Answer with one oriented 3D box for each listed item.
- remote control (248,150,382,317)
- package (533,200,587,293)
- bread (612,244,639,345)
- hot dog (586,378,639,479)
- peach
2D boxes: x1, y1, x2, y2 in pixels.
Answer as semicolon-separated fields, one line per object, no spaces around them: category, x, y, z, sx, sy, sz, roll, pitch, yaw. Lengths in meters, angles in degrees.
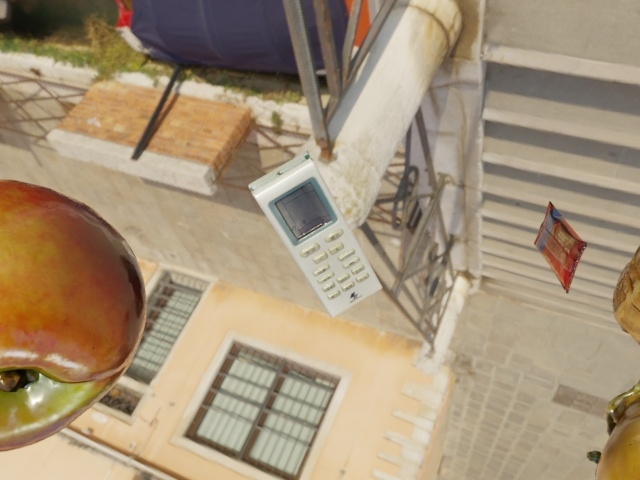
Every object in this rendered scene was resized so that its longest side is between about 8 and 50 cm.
remote control;0.000;0.000;0.939;0.277;0.103;0.055;60;180;-36
package;0.383;0.005;0.962;0.022;0.200;0.083;14;113;-1
bread;0.176;-0.004;0.261;0.044;0.052;0.157;9;140;2
hot dog;0.232;0.106;0.328;0.109;0.270;0.072;59;147;24
peach;-0.310;0.055;0.608;0.274;0.246;0.248;53;150;36
